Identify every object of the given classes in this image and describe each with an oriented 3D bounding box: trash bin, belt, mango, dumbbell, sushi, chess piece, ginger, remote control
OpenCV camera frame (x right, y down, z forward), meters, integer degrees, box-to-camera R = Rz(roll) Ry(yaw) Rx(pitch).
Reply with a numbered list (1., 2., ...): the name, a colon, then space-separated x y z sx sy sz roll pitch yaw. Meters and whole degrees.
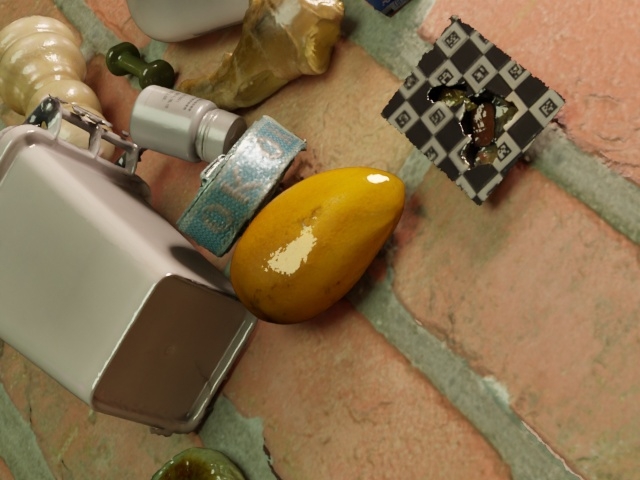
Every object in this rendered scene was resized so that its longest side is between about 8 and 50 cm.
1. trash bin: -0.255 0.034 1.586 0.368 0.256 0.296 34 93 41
2. belt: -0.095 -0.061 1.534 0.147 0.082 0.163 -51 2 21
3. mango: 0.000 0.000 1.449 0.219 0.112 0.144 -37 43 11
4. dumbbell: -0.247 -0.235 1.841 0.118 0.052 0.046 32 137 48
5. sushi: 0.161 -0.135 1.415 0.139 0.031 0.201 -51 47 11
6. chess piece: -0.364 -0.185 1.887 0.143 0.143 0.261 -47 52 16
7. ginger: -0.088 -0.227 1.663 0.295 0.086 0.131 -25 86 40
8. remote control: -0.134 -0.375 1.765 0.332 0.103 0.221 -9 70 42

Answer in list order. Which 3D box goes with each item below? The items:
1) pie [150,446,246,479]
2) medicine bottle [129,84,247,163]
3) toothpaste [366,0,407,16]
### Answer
1. pie: -0.146 0.316 1.473 0.187 0.041 0.186 -20 58 35
2. medicine bottle: -0.162 -0.138 1.661 0.130 0.080 0.080 18 82 17
3. toothpaste: 0.054 -0.386 1.626 0.066 0.053 0.272 -37 48 25
